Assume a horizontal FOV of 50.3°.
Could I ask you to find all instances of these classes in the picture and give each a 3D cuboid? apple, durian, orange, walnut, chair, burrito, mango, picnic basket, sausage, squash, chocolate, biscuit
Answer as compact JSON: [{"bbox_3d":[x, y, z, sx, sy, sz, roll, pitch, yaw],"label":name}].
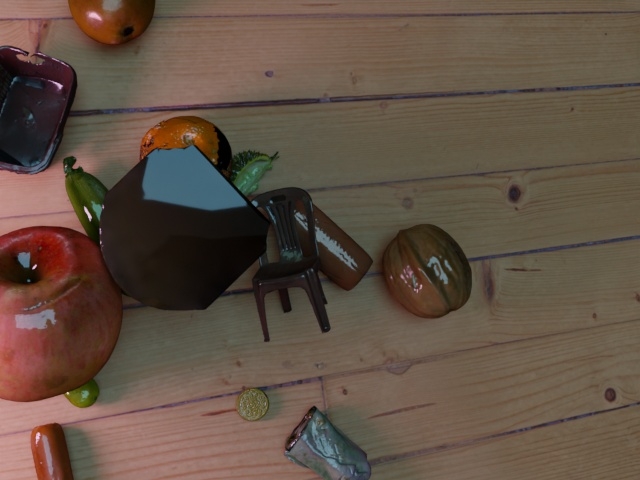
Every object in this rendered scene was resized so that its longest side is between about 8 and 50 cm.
[{"bbox_3d":[-0.603,0.165,1.462,0.363,0.364,0.364,3,80,-16],"label":"apple"},{"bbox_3d":[-0.195,-0.183,1.798,0.215,0.086,0.100,-50,130,-15],"label":"durian"},{"bbox_3d":[-0.332,-0.203,1.695,0.234,0.182,0.234,4,64,-8],"label":"orange"},{"bbox_3d":[0.283,0.082,1.816,0.225,0.225,0.261,-33,86,-19],"label":"walnut"},{"bbox_3d":[-0.082,0.052,1.660,0.175,0.183,0.326,-12,106,11],"label":"chair"},{"bbox_3d":[0.028,0.544,1.727,0.229,0.089,0.144,39,75,-5],"label":"burrito"},{"bbox_3d":[-0.569,0.344,1.595,0.108,0.056,0.073,39,67,-5],"label":"mango"},{"bbox_3d":[-0.710,-0.293,1.620,0.222,0.129,0.297,16,76,-12],"label":"picnic basket"},{"bbox_3d":[-0.001,-0.001,1.789,0.304,0.121,0.121,41,72,-5],"label":"sausage"},{"bbox_3d":[-0.525,-0.641,1.717,0.211,0.173,0.317,-5,70,-11],"label":"mango"},{"bbox_3d":[-0.521,-0.033,1.651,0.101,0.101,0.379,-29,89,-19],"label":"squash"},{"bbox_3d":[-0.319,-0.037,1.510,0.326,0.297,0.314,-45,107,2],"label":"chocolate"},{"bbox_3d":[-0.607,0.514,1.547,0.076,0.076,0.198,-12,86,-18],"label":"sausage"},{"bbox_3d":[-0.171,0.414,1.719,0.084,0.023,0.084,3,80,-16],"label":"biscuit"}]
